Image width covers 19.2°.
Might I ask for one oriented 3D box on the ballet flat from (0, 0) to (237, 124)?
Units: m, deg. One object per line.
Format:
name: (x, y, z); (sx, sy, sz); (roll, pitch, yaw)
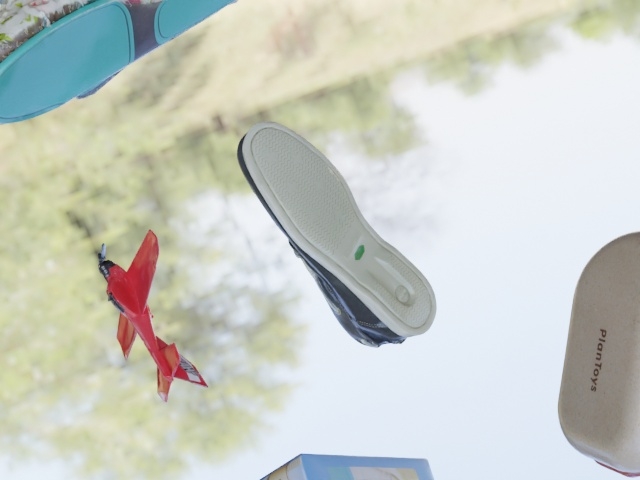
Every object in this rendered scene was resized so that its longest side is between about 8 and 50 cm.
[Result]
ballet flat: (-0.125, -0.143, 1.101); (0.241, 0.077, 0.091); (-32, 150, -32)

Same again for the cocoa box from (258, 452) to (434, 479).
cocoa box: (0.030, 0.448, 2.204); (0.231, 0.347, 0.228); (8, 145, -45)

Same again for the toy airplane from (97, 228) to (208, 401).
toy airplane: (-0.141, 0.066, 1.508); (0.028, 0.151, 0.151); (-21, -176, -32)

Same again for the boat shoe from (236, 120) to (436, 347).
boat shoe: (0.000, 0.000, 1.634); (0.079, 0.233, 0.084); (-22, -157, 51)

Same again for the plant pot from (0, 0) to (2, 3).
plant pot: (-0.279, -0.325, 1.998); (0.255, 0.272, 0.271); (-53, -178, 6)

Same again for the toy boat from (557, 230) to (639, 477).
toy boat: (0.325, 0.106, 1.781); (0.151, 0.231, 0.151); (5, -172, -29)
